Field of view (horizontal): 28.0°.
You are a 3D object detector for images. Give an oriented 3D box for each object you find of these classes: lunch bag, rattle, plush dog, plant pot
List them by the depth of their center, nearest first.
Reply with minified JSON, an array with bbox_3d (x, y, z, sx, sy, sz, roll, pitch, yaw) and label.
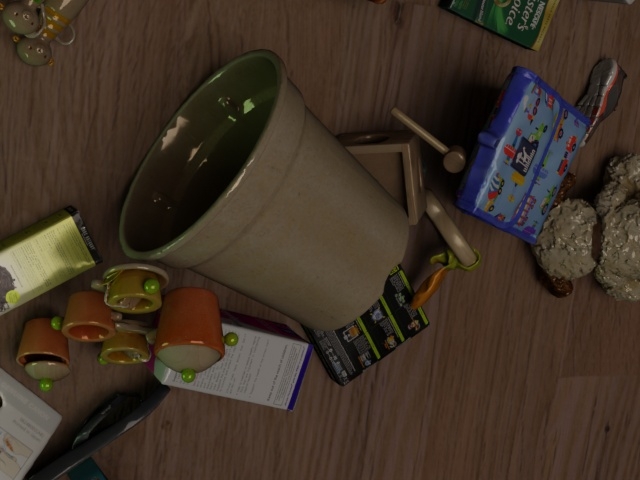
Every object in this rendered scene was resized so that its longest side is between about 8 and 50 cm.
[{"bbox_3d":[-0.057,-0.041,1.781,0.305,0.334,0.334,36,87,-28],"label":"plant pot"},{"bbox_3d":[0.282,-0.134,1.942,0.221,0.138,0.293,-65,158,3],"label":"lunch bag"},{"bbox_3d":[0.154,-0.017,2.032,0.142,0.130,0.200,-31,107,22],"label":"rattle"},{"bbox_3d":[0.461,-0.002,2.133,0.225,0.210,0.262,-3,105,3],"label":"plush dog"}]

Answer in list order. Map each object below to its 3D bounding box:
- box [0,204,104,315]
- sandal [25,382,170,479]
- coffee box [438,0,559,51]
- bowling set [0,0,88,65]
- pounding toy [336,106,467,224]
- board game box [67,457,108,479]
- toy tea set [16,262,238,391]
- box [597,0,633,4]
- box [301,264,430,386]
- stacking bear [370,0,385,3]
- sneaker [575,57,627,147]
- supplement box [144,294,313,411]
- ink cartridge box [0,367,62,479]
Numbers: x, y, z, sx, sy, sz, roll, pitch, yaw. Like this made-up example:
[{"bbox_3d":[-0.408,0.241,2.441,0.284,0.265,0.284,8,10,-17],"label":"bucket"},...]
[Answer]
[{"bbox_3d":[-0.426,0.043,1.787,0.232,0.058,0.087,-30,110,-15],"label":"box"},{"bbox_3d":[-0.332,0.280,1.885,0.254,0.097,0.054,-34,89,-14],"label":"sandal"},{"bbox_3d":[0.285,-0.380,2.012,0.184,0.040,0.113,21,94,-28],"label":"coffee box"},{"bbox_3d":[-0.413,-0.336,1.620,0.287,0.200,0.154,31,91,-24],"label":"bowling set"},{"bbox_3d":[0.122,-0.122,1.927,0.206,0.094,0.181,-2,109,16],"label":"pounding toy"},{"bbox_3d":[-0.287,0.421,1.871,0.047,0.210,0.160,-35,116,-13],"label":"board game box"},{"bbox_3d":[-0.276,0.148,1.755,0.200,0.336,0.124,20,57,-37],"label":"toy tea set"},{"bbox_3d":[0.463,-0.497,2.018,0.182,0.119,0.181,-48,118,-7],"label":"box"},{"bbox_3d":[0.059,0.106,2.040,0.184,0.045,0.191,-36,115,-15],"label":"box"},{"bbox_3d":[0.135,-0.449,1.865,0.289,0.175,0.164,-34,110,-5],"label":"stacking bear"},{"bbox_3d":[0.468,-0.220,2.132,0.065,0.061,0.158,24,94,-34],"label":"sneaker"},{"bbox_3d":[-0.140,0.169,1.926,0.220,0.111,0.114,14,97,-28],"label":"supplement box"},{"bbox_3d":[-0.594,0.317,1.794,0.308,0.091,0.385,44,67,-27],"label":"ink cartridge box"}]
